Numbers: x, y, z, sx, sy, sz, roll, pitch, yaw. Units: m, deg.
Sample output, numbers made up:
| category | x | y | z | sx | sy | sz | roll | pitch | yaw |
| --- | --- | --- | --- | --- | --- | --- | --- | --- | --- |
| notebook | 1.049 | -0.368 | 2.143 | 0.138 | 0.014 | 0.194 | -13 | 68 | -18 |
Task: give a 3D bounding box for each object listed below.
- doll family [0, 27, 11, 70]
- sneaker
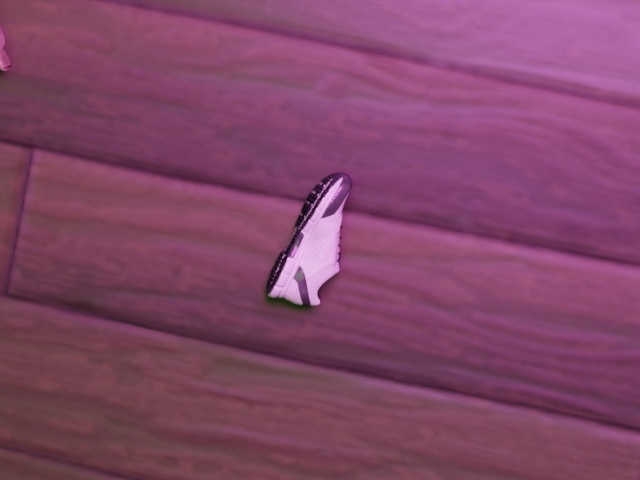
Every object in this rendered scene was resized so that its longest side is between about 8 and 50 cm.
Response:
| category | x | y | z | sx | sy | sz | roll | pitch | yaw |
| --- | --- | --- | --- | --- | --- | --- | --- | --- | --- |
| doll family | -0.315 | -0.190 | 1.424 | 0.111 | 0.076 | 0.193 | -15 | 88 | 12 |
| sneaker | 0.000 | 0.000 | 1.422 | 0.044 | 0.040 | 0.109 | 24 | 101 | -12 |
